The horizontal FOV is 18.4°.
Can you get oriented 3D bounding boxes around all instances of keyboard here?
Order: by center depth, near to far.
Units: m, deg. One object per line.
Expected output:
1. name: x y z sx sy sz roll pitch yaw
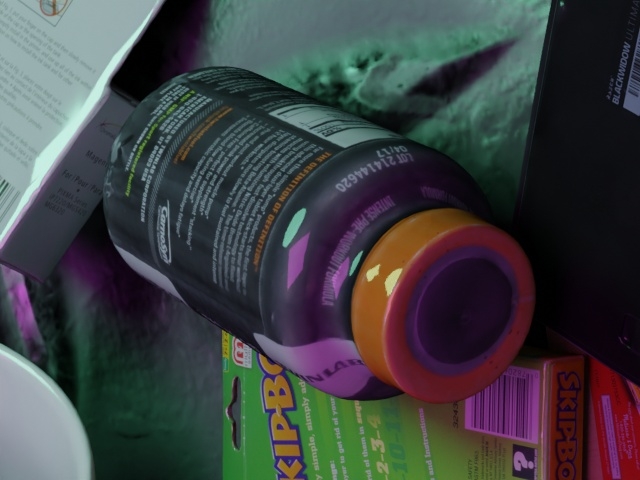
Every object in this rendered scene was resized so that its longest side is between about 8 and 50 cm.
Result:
1. keyboard: 0.175 -0.066 0.840 0.201 0.033 0.317 35 131 39

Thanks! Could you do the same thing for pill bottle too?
1. pill bottle: 0.000 0.000 0.987 0.246 0.130 0.130 28 113 53

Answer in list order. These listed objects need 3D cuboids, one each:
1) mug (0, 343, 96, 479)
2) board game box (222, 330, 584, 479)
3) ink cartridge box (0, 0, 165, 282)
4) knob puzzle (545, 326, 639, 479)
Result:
1. mug: -0.219 0.265 1.165 0.374 0.276 0.328 12 130 11
2. board game box: 0.034 0.107 1.048 0.259 0.039 0.124 7 98 47
3. ink cartridge box: -0.202 -0.144 1.243 0.275 0.060 0.239 36 92 34
4. knob puzzle: 0.196 0.075 0.919 0.213 0.030 0.213 4 96 42
